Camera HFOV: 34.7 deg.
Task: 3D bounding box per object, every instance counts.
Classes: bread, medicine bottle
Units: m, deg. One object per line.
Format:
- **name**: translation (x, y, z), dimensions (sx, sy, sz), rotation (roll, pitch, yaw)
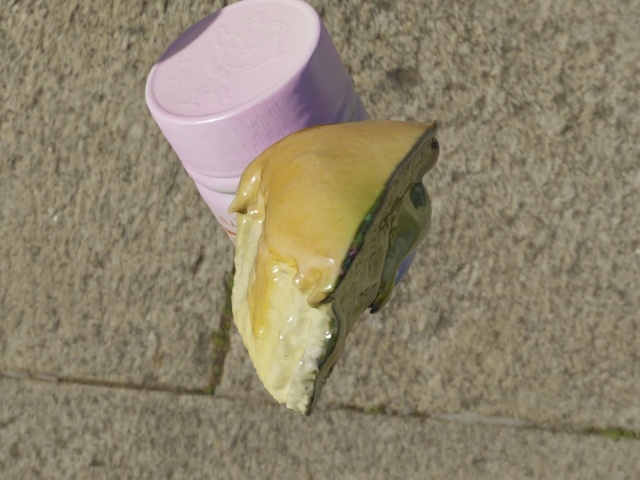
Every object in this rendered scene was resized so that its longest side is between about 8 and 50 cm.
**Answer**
- **bread**: translation (-0.005, -0.005, 0.774), dimensions (0.133, 0.251, 0.174), rotation (19, 123, 15)
- **medicine bottle**: translation (-0.032, -0.081, 1.115), dimensions (0.202, 0.202, 0.316), rotation (-23, 132, 8)
